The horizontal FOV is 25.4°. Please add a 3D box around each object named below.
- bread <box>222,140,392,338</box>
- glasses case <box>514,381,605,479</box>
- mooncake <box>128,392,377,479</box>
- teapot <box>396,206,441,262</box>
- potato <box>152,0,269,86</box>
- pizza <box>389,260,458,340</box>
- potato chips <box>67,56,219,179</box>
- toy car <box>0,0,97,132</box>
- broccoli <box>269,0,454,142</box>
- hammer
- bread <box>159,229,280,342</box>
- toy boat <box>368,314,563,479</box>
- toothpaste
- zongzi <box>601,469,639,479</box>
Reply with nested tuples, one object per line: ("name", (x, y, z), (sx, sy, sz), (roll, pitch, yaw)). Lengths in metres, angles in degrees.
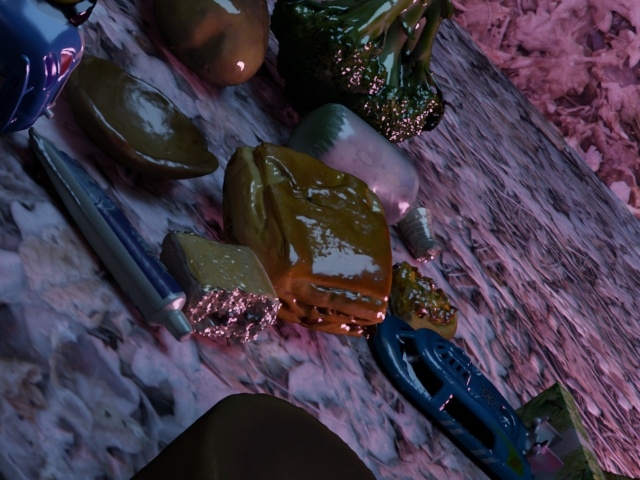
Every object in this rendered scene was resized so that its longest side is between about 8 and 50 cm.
("bread", (-0.009, -0.005, 1.682), (0.210, 0.099, 0.235), (19, 43, -28))
("glasses case", (0.330, 0.317, 1.913), (0.062, 0.095, 0.272), (43, 21, -30))
("mooncake", (-0.040, 0.275, 1.125), (0.284, 0.155, 0.284), (44, 21, -21))
("teapot", (0.156, -0.002, 2.189), (0.067, 0.057, 0.083), (72, -1, -56))
("potato", (-0.153, -0.340, 2.015), (0.191, 0.141, 0.296), (40, 19, -31))
("pizza", (0.140, 0.086, 1.997), (0.134, 0.046, 0.175), (52, 20, 6))
("potato chips", (-0.213, -0.126, 1.615), (0.195, 0.062, 0.208), (46, 21, 7))
("toy car", (-0.363, -0.245, 1.374), (0.314, 0.198, 0.166), (47, 51, 0))
("broccoli", (0.061, -0.297, 2.165), (0.304, 0.283, 0.321), (36, 10, -47))
("hammer", (0.058, -0.034, 1.971), (0.206, 0.119, 0.335), (34, 31, -32))
("bread", (-0.111, 0.051, 1.492), (0.125, 0.082, 0.106), (15, 28, -41))
("toy boat", (0.193, 0.196, 1.854), (0.299, 0.092, 0.134), (44, 24, -15))
("toothpaste", (-0.211, -0.006, 1.435), (0.268, 0.047, 0.069), (51, 32, 15))
("zongzi", (0.449, 0.435, 1.931), (0.288, 0.134, 0.286), (29, 30, -15))
